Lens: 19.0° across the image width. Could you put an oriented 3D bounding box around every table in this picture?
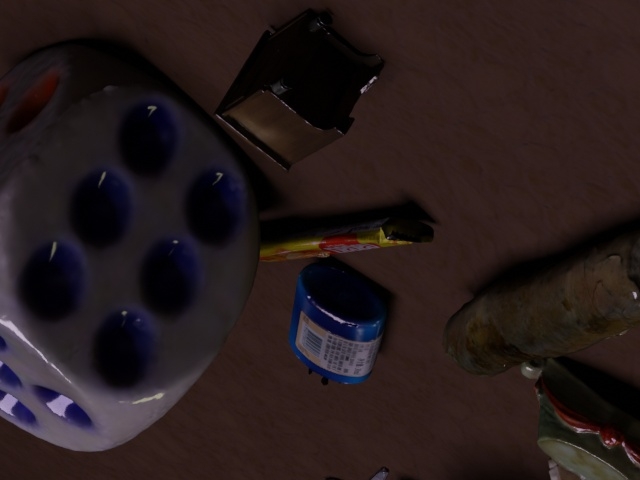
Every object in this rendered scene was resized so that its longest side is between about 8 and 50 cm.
[{"bbox_3d":[-0.013,-0.109,1.354,0.070,0.083,0.082,38,151,-16],"label":"table"}]

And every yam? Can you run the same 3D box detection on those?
[{"bbox_3d":[0.176,0.050,1.428,0.067,0.071,0.317,3,166,-20],"label":"yam"}]

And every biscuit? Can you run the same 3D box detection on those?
[{"bbox_3d":[0.000,0.000,1.613,0.048,0.026,0.292,8,172,-29],"label":"biscuit"}]

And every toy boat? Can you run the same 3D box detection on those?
[{"bbox_3d":[0.235,0.159,1.558,0.185,0.071,0.089,30,155,10],"label":"toy boat"}]

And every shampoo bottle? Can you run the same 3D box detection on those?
[{"bbox_3d":[0.014,0.083,1.742,0.087,0.050,0.183,29,157,8],"label":"shampoo bottle"}]

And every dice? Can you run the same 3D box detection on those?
[{"bbox_3d":[-0.215,0.008,1.640,0.243,0.259,0.251,44,156,-24],"label":"dice"}]

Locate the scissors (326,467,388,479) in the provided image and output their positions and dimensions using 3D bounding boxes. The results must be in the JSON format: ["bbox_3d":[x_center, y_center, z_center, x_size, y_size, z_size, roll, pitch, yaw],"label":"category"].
[{"bbox_3d":[0.054,0.283,2.137,0.100,0.015,0.189,35,157,5],"label":"scissors"}]

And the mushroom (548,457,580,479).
[{"bbox_3d":[0.229,0.250,1.719,0.099,0.096,0.278,31,155,16],"label":"mushroom"}]
